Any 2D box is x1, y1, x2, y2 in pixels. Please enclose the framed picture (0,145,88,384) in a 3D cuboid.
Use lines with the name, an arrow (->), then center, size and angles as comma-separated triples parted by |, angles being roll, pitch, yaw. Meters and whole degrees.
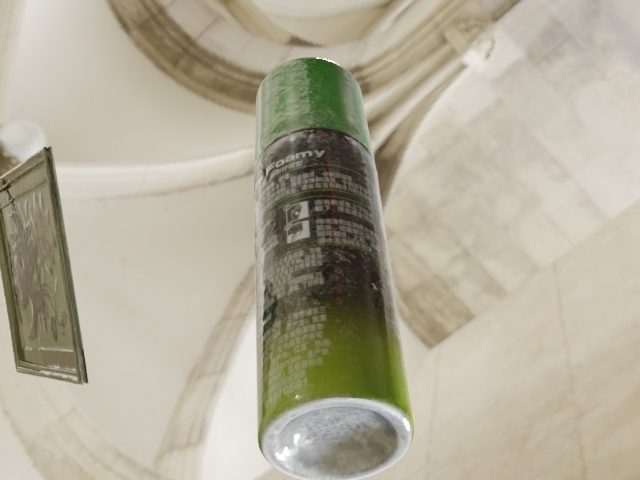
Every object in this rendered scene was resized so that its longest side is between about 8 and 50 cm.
framed picture -> -0.228, 0.025, 0.782 | 0.010, 0.231, 0.173 | -9, -91, -28

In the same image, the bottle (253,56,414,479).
bottle -> 0.000, 0.000, 0.682 | 0.093, 0.093, 0.330 | 35, -147, -33
